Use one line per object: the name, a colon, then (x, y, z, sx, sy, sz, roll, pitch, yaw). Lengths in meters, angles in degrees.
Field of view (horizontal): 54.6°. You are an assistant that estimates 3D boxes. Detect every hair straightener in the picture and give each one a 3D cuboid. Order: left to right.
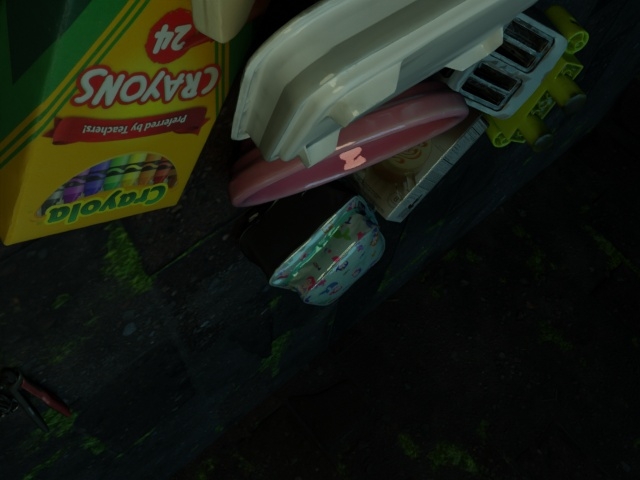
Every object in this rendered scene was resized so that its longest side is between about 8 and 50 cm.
hair straightener: (-0.450, 0.250, 0.920, 0.089, 0.047, 0.230, -37, 161, -19)

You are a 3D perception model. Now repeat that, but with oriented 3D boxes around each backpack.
backpack: (0.000, 0.000, 1.113, 0.225, 0.191, 0.253, -45, 167, 2)

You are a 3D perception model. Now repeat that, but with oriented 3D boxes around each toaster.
toaster: (0.279, -0.303, 0.999, 0.185, 0.110, 0.168, 16, 128, -27)

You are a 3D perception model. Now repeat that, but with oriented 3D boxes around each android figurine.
android figurine: (0.356, -0.291, 1.094, 0.056, 0.273, 0.248, 3, 136, -27)

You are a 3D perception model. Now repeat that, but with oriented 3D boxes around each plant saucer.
plant saucer: (0.026, -0.139, 0.822, 0.332, 0.084, 0.332, -21, -179, 0)

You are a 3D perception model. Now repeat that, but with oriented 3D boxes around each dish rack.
dish rack: (0.083, -0.171, 0.544, 0.332, 0.072, 0.285, -34, -178, -12)

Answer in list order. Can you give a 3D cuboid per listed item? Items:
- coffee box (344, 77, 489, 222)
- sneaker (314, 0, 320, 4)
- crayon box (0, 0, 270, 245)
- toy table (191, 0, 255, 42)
coffee box: (0.170, -0.170, 1.140, 0.246, 0.141, 0.098, -49, 160, 15)
sneaker: (0.068, -0.245, 0.777, 0.108, 0.121, 0.302, -42, 163, -4)
crayon box: (-0.196, -0.115, 0.576, 0.202, 0.081, 0.319, -22, 153, -49)
toy table: (-0.027, -0.260, 0.379, 0.161, 0.252, 0.274, -52, 154, -27)
